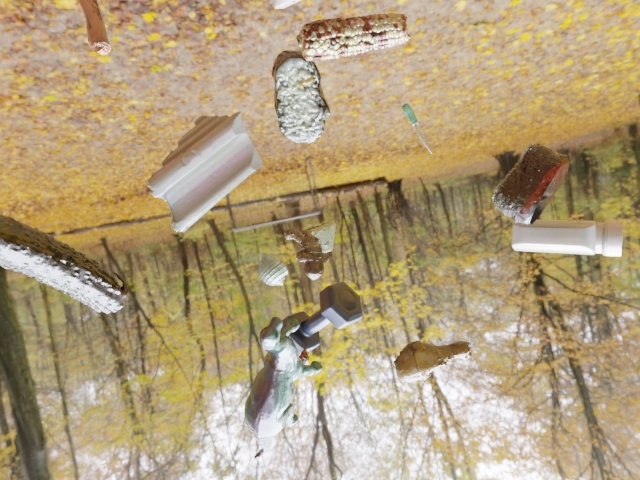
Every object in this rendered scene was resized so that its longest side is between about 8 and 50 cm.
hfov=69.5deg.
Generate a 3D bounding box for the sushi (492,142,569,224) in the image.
[{"bbox_3d":[0.603,-0.161,1.332,0.126,0.225,0.136,36,-171,34],"label":"sushi"}]

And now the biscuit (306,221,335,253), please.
[{"bbox_3d":[0.000,0.000,1.780,0.040,0.121,0.199,15,-161,24],"label":"biscuit"}]

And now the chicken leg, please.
[{"bbox_3d":[0.265,0.270,1.078,0.197,0.069,0.085,-13,-135,-8],"label":"chicken leg"}]

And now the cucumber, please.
[{"bbox_3d":[-0.347,0.024,0.582,0.067,0.067,0.245,-11,148,15],"label":"cucumber"}]

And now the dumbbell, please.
[{"bbox_3d":[-0.003,0.273,1.588,0.325,0.160,0.144,-41,-169,37],"label":"dumbbell"}]

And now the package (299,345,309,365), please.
[{"bbox_3d":[-0.051,0.393,1.515,0.033,0.077,0.110,-24,178,11],"label":"package"}]

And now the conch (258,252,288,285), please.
[{"bbox_3d":[-0.119,0.073,1.097,0.057,0.085,0.076,-60,-170,-33],"label":"conch"}]

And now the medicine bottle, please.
[{"bbox_3d":[0.758,-0.012,1.424,0.296,0.111,0.161,5,-178,34],"label":"medicine bottle"}]

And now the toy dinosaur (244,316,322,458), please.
[{"bbox_3d":[-0.107,0.300,0.853,0.129,0.384,0.331,20,-177,12],"label":"toy dinosaur"}]

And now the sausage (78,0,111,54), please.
[{"bbox_3d":[-0.797,-0.775,1.615,0.078,0.305,0.078,-20,165,-6],"label":"sausage"}]

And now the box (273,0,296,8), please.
[{"bbox_3d":[-0.103,-0.825,1.460,0.129,0.130,0.051,-5,-158,35],"label":"box"}]

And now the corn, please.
[{"bbox_3d":[0.081,-0.493,1.111,0.280,0.092,0.092,-10,-179,-3],"label":"corn"}]

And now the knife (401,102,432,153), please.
[{"bbox_3d":[0.420,-0.488,1.995,0.034,0.260,0.063,-32,160,25],"label":"knife"}]

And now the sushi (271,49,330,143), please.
[{"bbox_3d":[-0.081,-0.556,1.791,0.210,0.350,0.171,-12,-152,2],"label":"sushi"}]

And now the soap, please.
[{"bbox_3d":[-0.327,-0.188,1.200,0.302,0.159,0.257,-42,-146,-19],"label":"soap"}]

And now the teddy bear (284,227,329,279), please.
[{"bbox_3d":[-0.026,0.027,1.284,0.119,0.161,0.078,1,149,-48],"label":"teddy bear"}]
